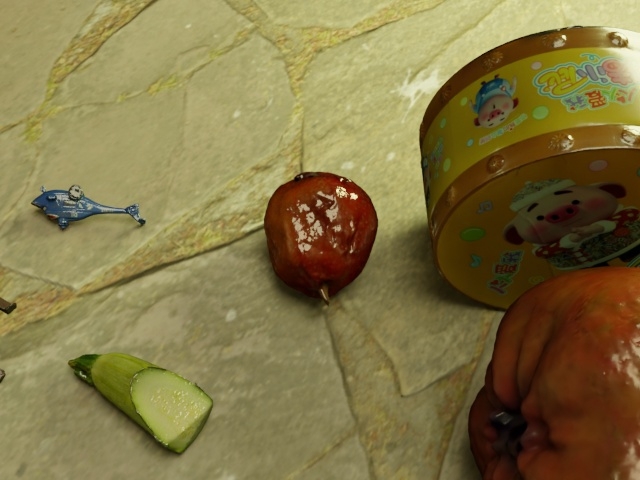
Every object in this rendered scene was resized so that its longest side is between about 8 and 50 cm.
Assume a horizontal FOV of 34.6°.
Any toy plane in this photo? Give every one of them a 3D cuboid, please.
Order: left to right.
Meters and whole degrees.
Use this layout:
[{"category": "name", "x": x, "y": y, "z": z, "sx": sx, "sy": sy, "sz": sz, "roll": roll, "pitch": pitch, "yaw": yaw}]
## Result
[{"category": "toy plane", "x": -0.341, "y": -0.045, "z": 1.510, "sx": 0.167, "sy": 0.054, "sz": 0.062, "roll": 4, "pitch": 80, "yaw": -9}]

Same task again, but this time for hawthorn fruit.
[{"category": "hawthorn fruit", "x": -0.003, "y": -0.013, "z": 1.495, "sx": 0.173, "sy": 0.173, "sz": 0.179, "roll": 29, "pitch": 54, "yaw": 8}, {"category": "hawthorn fruit", "x": 0.415, "y": 0.255, "z": 1.243, "sx": 0.471, "sy": 0.472, "sz": 0.472, "roll": 6, "pitch": 55, "yaw": -9}]

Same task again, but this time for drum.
[{"category": "drum", "x": 0.351, "y": -0.084, "z": 1.470, "sx": 0.431, "sy": 0.431, "sz": 0.214, "roll": 4, "pitch": 54, "yaw": -10}]

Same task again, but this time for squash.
[{"category": "squash", "x": -0.244, "y": 0.193, "z": 1.346, "sx": 0.200, "sy": 0.075, "sz": 0.090, "roll": 28, "pitch": 80, "yaw": 9}]

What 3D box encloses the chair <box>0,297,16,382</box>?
[{"category": "chair", "x": -0.559, "y": 0.091, "z": 1.280, "sx": 0.326, "sy": 0.183, "sz": 0.176, "roll": 30, "pitch": 54, "yaw": 8}]
